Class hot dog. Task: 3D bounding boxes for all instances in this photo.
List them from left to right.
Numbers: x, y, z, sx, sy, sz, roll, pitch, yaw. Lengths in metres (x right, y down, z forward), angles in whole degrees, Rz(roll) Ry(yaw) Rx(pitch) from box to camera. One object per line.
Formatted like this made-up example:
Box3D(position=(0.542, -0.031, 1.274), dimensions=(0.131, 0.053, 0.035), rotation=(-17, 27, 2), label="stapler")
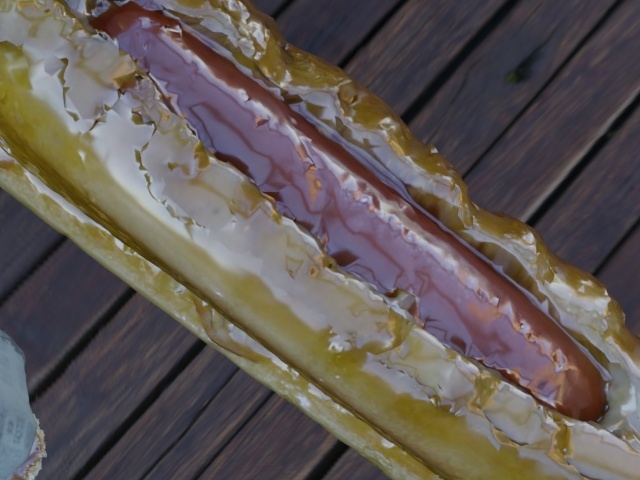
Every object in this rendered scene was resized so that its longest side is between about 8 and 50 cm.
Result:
Box3D(position=(0.000, 0.000, 0.364), dimensions=(0.289, 0.083, 0.068), rotation=(37, 67, -7), label="hot dog")

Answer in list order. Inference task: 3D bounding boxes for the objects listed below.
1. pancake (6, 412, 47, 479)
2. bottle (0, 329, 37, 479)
Box3D(position=(-0.390, 0.196, 1.445), dimensions=(0.257, 0.056, 0.212), rotation=(-42, 109, -1), label="pancake")
Box3D(position=(-0.203, 0.027, 0.466), dimensions=(0.270, 0.083, 0.083), rotation=(29, 68, -48), label="bottle")
